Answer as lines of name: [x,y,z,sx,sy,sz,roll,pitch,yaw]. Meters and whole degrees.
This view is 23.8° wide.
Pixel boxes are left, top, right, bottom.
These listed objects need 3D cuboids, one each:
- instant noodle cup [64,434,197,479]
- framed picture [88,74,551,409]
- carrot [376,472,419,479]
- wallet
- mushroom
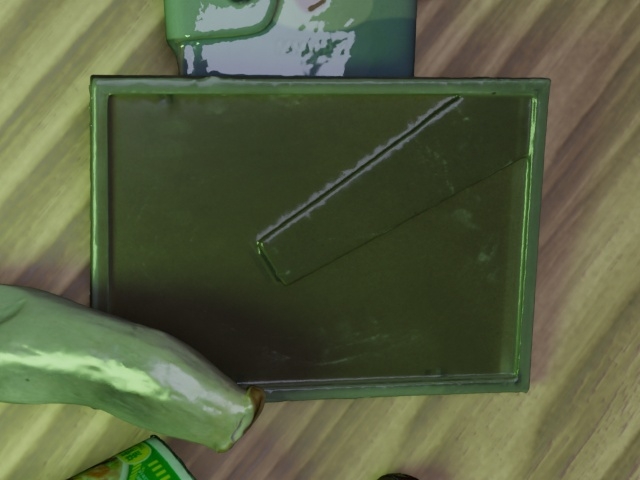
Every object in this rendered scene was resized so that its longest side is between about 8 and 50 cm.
instant noodle cup: [-0.211,0.296,1.388,0.233,0.207,0.207,-32,95,-17]
framed picture: [0.000,0.000,1.472,0.446,0.028,0.326,0,104,-12]
carrot: [0.064,0.310,1.512,0.055,0.055,0.161,13,93,-11]
wallet: [-0.026,-0.238,1.465,0.252,0.083,0.360,-1,99,-11]
mushroom: [-0.223,0.112,1.391,0.351,0.097,0.109,13,111,9]
